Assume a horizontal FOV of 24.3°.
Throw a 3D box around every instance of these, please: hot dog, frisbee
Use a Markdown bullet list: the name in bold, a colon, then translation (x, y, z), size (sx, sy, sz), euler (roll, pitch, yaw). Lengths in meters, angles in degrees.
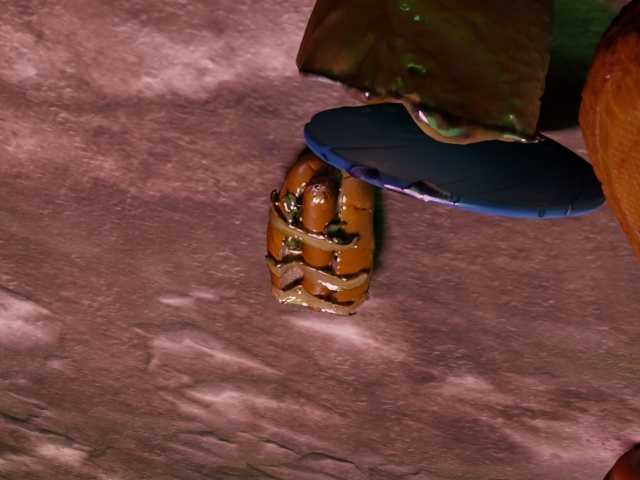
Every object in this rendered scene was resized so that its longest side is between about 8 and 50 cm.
- **hot dog**: translation (0.000, 0.000, 1.442), size (0.109, 0.072, 0.269), euler (12, 151, 6)
- **frisbee**: translation (0.108, -0.076, 1.154), size (0.242, 0.242, 0.045), euler (15, 109, 6)

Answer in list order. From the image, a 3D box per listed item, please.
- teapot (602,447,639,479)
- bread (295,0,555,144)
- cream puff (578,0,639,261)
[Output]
- **teapot**: translation (0.378, 0.283, 1.692), size (0.173, 0.116, 0.116), euler (-8, 151, -8)
- **bread**: translation (0.083, -0.156, 1.069), size (0.174, 0.133, 0.251), euler (19, -168, -4)
- **cream puff**: translation (0.321, -0.063, 1.002), size (0.303, 0.212, 0.303), euler (45, 160, 21)
